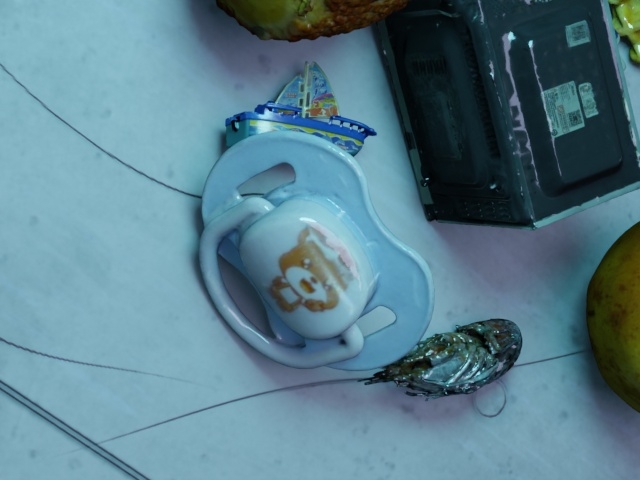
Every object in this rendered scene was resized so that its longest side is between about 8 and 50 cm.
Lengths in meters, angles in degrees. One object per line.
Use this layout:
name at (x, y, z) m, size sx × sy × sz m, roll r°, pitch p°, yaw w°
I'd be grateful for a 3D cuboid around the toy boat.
toy boat at (-0.013, -0.136, 1.820) m, size 0.175 × 0.091 × 0.110 m, roll 9°, pitch 79°, yaw -31°

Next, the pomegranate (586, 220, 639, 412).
pomegranate at (0.426, 0.091, 1.945) m, size 0.264 × 0.264 × 0.264 m, roll 0°, pitch 90°, yaw -27°

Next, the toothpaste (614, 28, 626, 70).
toothpaste at (0.265, -0.292, 1.983) m, size 0.268 × 0.047 × 0.069 m, roll 48°, pitch 65°, yaw -18°

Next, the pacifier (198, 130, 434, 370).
pacifier at (0.000, 0.000, 1.799) m, size 0.279 × 0.227 × 0.207 m, roll 56°, pitch 35°, yaw -13°

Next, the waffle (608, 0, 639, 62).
waffle at (0.468, -0.286, 1.990) m, size 0.310 × 0.065 × 0.283 m, roll 18°, pitch 124°, yaw -3°

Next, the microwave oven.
microwave oven at (0.187, -0.175, 1.841) m, size 0.181 × 0.237 × 0.295 m, roll -20°, pitch 103°, yaw -25°

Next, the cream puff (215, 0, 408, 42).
cream puff at (0.024, -0.355, 1.708) m, size 0.229 × 0.350 × 0.350 m, roll 12°, pitch 84°, yaw -42°

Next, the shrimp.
shrimp at (0.132, 0.136, 1.888) m, size 0.233 × 0.090 × 0.079 m, roll -10°, pitch 128°, yaw -37°
